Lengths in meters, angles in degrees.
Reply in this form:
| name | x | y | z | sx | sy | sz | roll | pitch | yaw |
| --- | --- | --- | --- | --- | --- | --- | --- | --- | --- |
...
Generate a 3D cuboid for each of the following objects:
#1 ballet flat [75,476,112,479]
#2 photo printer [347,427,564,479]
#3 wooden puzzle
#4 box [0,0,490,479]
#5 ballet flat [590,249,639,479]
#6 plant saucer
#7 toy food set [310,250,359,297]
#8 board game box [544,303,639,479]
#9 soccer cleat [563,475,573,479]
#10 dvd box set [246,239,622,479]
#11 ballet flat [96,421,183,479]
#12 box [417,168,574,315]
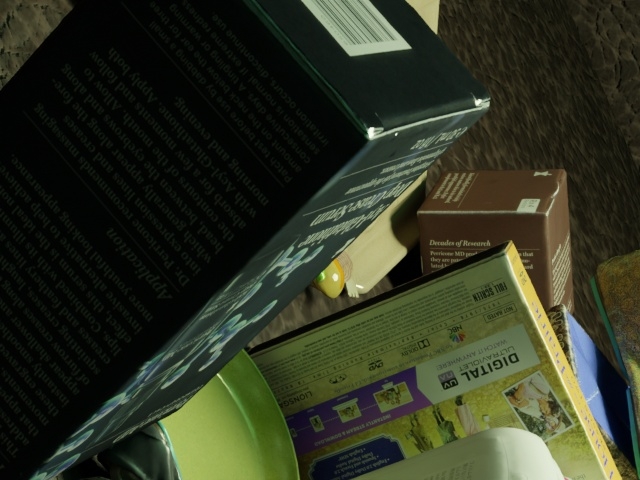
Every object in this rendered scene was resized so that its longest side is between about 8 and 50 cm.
| name | x | y | z | sx | sy | sz | roll | pitch | yaw |
| --- | --- | --- | --- | --- | --- | --- | --- | --- | --- |
| ballet flat | -0.178 | 0.270 | 1.408 | 0.057 | 0.049 | 0.173 | 106 | -18 | -55 |
| photo printer | 0.081 | 0.298 | 1.595 | 0.107 | 0.307 | 0.256 | 57 | 24 | -22 |
| wooden puzzle | 0.064 | -0.146 | 2.171 | 0.322 | 0.080 | 0.348 | -41 | 132 | -63 |
| box | -0.112 | -0.035 | 1.319 | 0.212 | 0.395 | 0.293 | 49 | 22 | 8 |
| ballet flat | 0.371 | 0.149 | 1.870 | 0.123 | 0.123 | 0.348 | 43 | 30 | -44 |
| plant saucer | -0.103 | 0.176 | 1.635 | 0.241 | 0.037 | 0.241 | 46 | 28 | -33 |
| toy food set | 0.000 | 0.000 | 1.926 | 0.192 | 0.038 | 0.132 | 7 | 65 | -65 |
| board game box | 0.193 | 0.235 | 1.920 | 0.232 | 0.291 | 0.141 | 47 | 28 | -38 |
| soccer cleat | 0.200 | 0.390 | 1.709 | 0.143 | 0.116 | 0.331 | 22 | 82 | -52 |
| dvd box set | 0.139 | 0.247 | 1.775 | 0.420 | 0.307 | 0.062 | 64 | 21 | -5 |
| ballet flat | -0.132 | 0.245 | 1.500 | 0.203 | 0.074 | 0.074 | 66 | 22 | -18 |
| box | 0.227 | 0.030 | 2.271 | 0.168 | 0.167 | 0.203 | -51 | 138 | -64 |
